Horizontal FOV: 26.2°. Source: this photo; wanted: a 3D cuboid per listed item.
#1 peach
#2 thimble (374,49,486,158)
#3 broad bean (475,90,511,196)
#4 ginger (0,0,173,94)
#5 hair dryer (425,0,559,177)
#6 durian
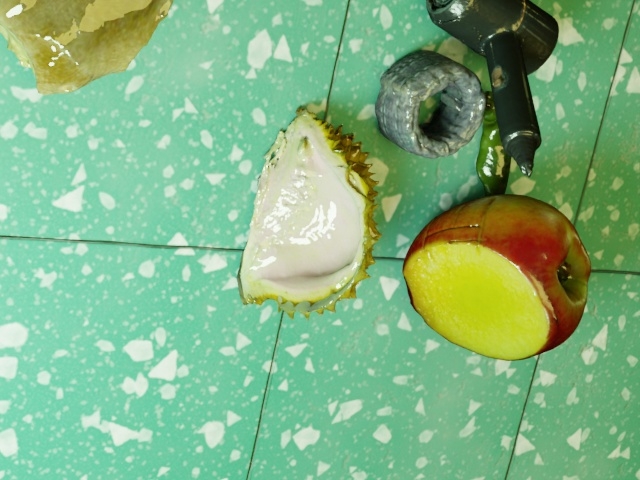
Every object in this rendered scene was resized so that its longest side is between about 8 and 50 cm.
[{"bbox_3d":[0.265,0.052,2.081,0.245,0.274,0.249,-14,105,-62],"label":"peach"},{"bbox_3d":[0.160,-0.198,2.008,0.150,0.098,0.150,-11,115,-24],"label":"thimble"},{"bbox_3d":[0.266,-0.147,2.112,0.061,0.046,0.195,-27,124,-28],"label":"broad bean"},{"bbox_3d":[-0.299,-0.310,1.712,0.221,0.130,0.276,19,93,-20],"label":"ginger"},{"bbox_3d":[0.252,-0.230,1.915,0.189,0.352,0.107,27,130,-31],"label":"hair dryer"},{"bbox_3d":[0.010,-0.007,1.956,0.185,0.195,0.305,20,98,-38],"label":"durian"}]
